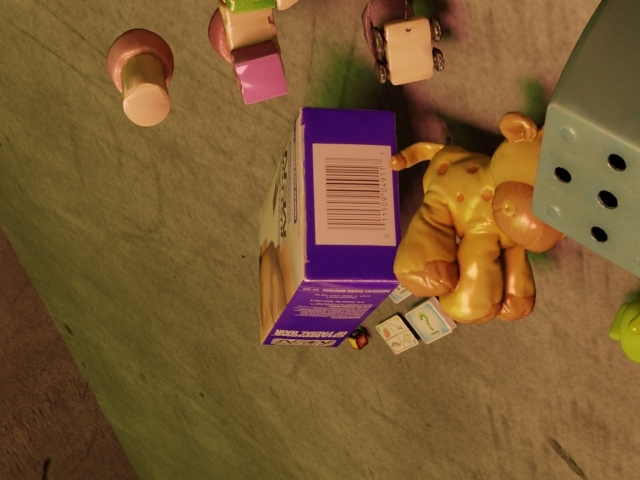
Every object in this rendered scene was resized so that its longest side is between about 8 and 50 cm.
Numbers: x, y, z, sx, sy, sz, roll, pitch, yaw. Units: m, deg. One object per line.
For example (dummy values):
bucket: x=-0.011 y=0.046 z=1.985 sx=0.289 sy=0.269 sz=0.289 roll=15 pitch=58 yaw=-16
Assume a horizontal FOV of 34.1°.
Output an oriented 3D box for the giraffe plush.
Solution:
giraffe plush: x=0.182 y=-0.036 z=0.990 sx=0.170 sy=0.181 sz=0.210 roll=-23 pitch=71 yaw=51

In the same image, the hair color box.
hair color box: x=0.000 y=0.000 z=1.175 sx=0.339 sy=0.110 sz=0.185 roll=117 pitch=153 yaw=-71

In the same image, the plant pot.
plant pot: x=0.252 y=-0.093 z=0.693 sx=0.165 sy=0.234 sz=0.165 roll=34 pitch=149 yaw=28

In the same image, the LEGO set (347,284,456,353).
LEGO set: x=0.059 y=0.082 z=1.397 sx=0.182 sy=0.060 sz=0.244 roll=53 pitch=153 yaw=1

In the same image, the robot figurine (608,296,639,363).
robot figurine: x=0.331 y=0.088 z=0.987 sx=0.101 sy=0.067 sz=0.115 roll=43 pitch=157 yaw=-29

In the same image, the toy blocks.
toy blocks: x=-0.074 y=-0.294 z=0.996 sx=0.260 sy=0.309 sz=0.289 roll=-113 pitch=13 yaw=-60
